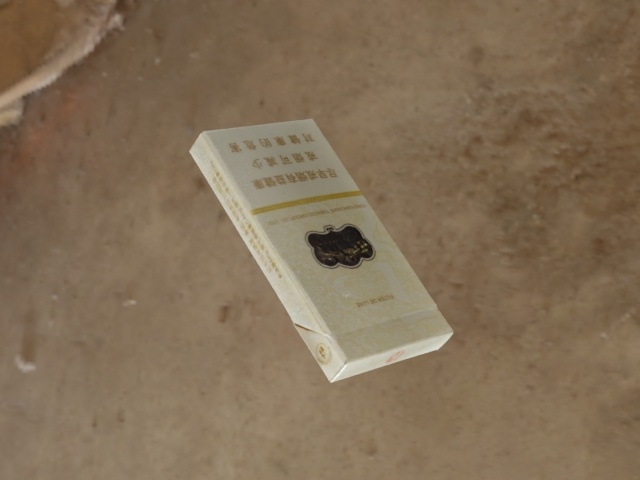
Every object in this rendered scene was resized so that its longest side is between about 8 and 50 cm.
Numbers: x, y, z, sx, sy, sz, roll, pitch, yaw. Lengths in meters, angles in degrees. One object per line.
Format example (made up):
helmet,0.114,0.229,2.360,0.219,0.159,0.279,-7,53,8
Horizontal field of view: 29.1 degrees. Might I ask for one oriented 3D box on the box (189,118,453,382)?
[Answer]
box,0.000,0.000,0.719,0.167,0.090,0.024,58,134,21
